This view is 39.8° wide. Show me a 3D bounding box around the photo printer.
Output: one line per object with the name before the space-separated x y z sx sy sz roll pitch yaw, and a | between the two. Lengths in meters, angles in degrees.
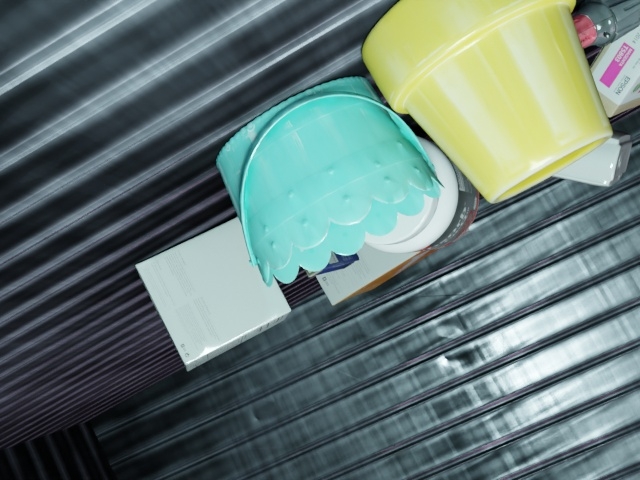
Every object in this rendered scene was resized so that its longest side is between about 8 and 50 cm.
photo printer | 0.452 -0.192 1.772 0.307 0.107 0.256 14 -166 23

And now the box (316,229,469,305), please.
box | 0.165 0.000 2.246 0.345 0.168 0.215 -34 170 33

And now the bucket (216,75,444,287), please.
bucket | 0.005 -0.080 1.189 0.281 0.183 0.281 -29 172 -5

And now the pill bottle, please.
pill bottle | 0.154 -0.081 1.578 0.210 0.210 0.363 -31 171 18

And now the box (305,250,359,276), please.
box | 0.000 0.000 1.809 0.036 0.136 0.225 -33 171 22

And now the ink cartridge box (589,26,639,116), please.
ink cartridge box | 0.589 -0.349 1.573 0.193 0.088 0.234 -24 150 -40

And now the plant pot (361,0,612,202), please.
plant pot | 0.213 -0.184 1.052 0.254 0.239 0.254 -27 172 -4

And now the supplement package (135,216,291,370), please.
supplement package | -0.190 0.096 1.568 0.203 0.194 0.149 -26 172 -12

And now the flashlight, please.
flashlight | 0.351 -0.294 1.336 0.304 0.103 0.103 -28 144 -12
